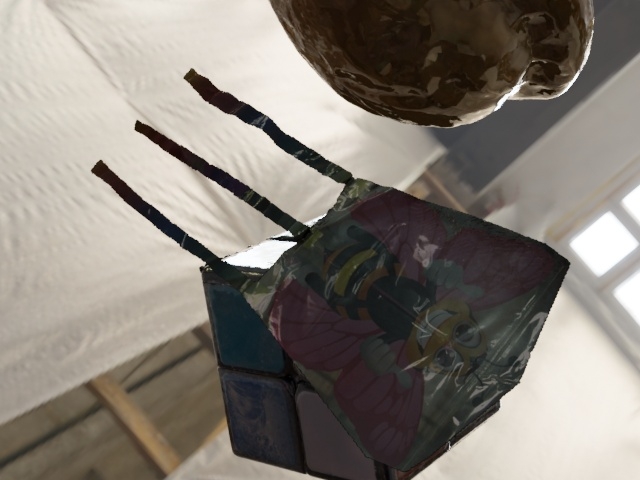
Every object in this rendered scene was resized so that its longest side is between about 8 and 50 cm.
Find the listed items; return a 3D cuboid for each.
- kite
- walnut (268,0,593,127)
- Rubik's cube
[{"bbox_3d":[0.000,0.001,0.841,0.360,0.204,0.022,38,168,18],"label":"kite"},{"bbox_3d":[0.110,-0.304,1.183,0.384,0.383,0.383,38,-157,-20],"label":"walnut"},{"bbox_3d":[0.050,0.151,1.657,0.316,0.318,0.313,-24,-68,-47],"label":"Rubik's cube"}]
